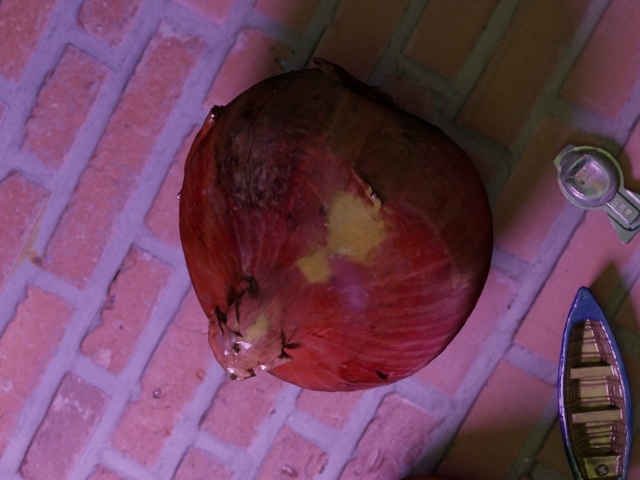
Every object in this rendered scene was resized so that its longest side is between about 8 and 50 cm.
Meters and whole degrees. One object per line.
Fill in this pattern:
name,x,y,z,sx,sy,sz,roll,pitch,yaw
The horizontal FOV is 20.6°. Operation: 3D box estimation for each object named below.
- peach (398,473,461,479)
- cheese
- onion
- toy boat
peach,0.122,0.384,1.901,0.252,0.252,0.252,2,100,11
cheese,0.304,-0.056,1.899,0.121,0.026,0.067,41,105,1
onion,0.006,-0.010,1.844,0.354,0.353,0.353,2,100,11
toy boat,0.298,0.158,1.928,0.080,0.046,0.228,-6,98,13
